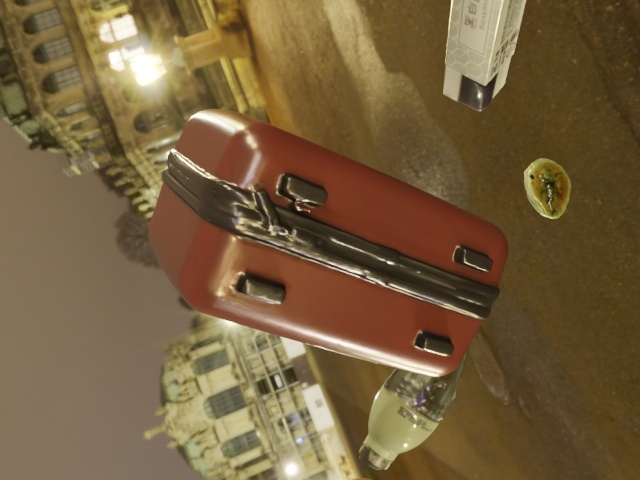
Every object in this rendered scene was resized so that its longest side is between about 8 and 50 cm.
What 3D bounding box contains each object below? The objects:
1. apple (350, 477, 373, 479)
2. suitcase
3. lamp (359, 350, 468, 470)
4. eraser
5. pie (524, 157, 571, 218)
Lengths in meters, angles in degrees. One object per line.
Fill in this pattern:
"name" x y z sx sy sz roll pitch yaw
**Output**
"apple" 0.071 0.515 1.082 0.182 0.182 0.155 -121 13 -59
"suitcase" 0.000 0.000 0.594 0.236 0.297 0.161 33 102 63
"lamp" 0.139 0.233 0.934 0.101 0.250 0.101 33 -179 -1
"eraser" 0.279 -0.385 1.049 0.096 0.098 0.404 34 162 20
"pie" 0.307 -0.070 0.847 0.021 0.084 0.084 -20 92 61
